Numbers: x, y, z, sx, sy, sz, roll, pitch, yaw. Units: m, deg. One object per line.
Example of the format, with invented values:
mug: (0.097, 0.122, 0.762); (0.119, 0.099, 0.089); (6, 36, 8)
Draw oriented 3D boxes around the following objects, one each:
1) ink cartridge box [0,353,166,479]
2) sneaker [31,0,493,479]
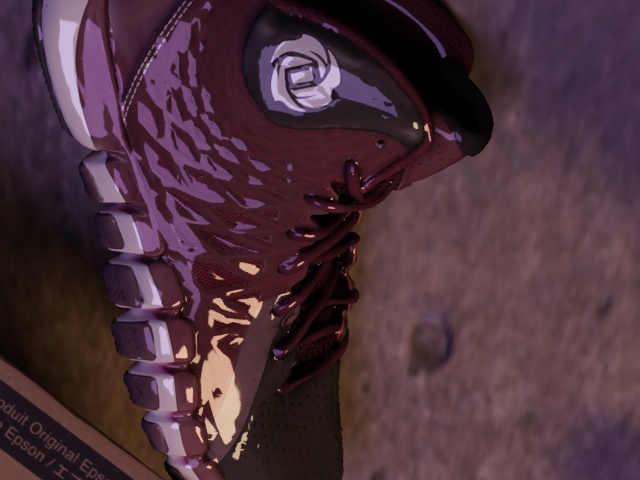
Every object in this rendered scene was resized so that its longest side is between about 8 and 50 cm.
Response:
ink cartridge box: (-0.163, 0.117, 0.855); (0.193, 0.088, 0.234); (36, 159, 0)
sneaker: (0.000, 0.000, 0.749); (0.163, 0.106, 0.281); (-6, 117, 26)
